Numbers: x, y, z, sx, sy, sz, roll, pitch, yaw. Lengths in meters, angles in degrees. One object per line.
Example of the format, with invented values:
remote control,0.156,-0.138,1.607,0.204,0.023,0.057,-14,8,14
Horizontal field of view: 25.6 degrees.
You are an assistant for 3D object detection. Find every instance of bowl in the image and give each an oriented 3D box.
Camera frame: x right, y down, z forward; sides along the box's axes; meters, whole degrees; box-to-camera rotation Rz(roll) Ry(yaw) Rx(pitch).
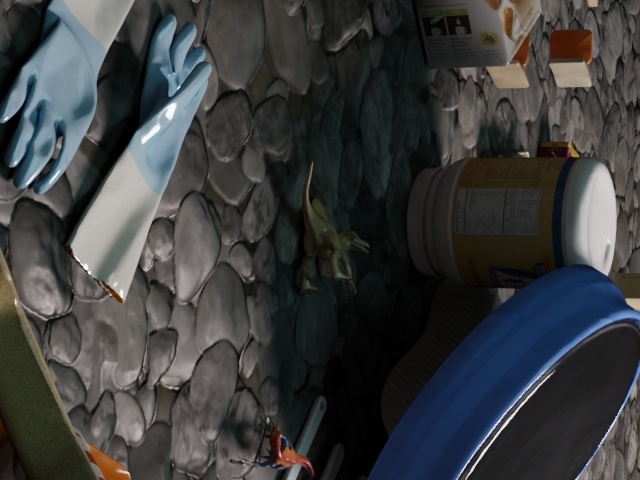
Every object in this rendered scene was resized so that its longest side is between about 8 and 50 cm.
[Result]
bowl,0.192,0.206,1.433,0.391,0.077,0.391,-36,148,-27

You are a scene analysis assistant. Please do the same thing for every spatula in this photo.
spatula,-0.018,0.279,1.304,0.168,0.019,0.242,62,37,-35

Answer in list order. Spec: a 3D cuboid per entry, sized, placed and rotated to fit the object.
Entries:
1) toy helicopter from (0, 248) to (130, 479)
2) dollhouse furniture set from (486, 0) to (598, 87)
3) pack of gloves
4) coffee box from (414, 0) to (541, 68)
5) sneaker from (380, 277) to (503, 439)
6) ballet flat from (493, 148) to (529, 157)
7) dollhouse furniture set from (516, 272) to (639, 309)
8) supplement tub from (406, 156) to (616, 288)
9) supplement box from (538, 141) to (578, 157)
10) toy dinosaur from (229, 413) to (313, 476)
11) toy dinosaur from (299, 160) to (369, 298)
toy helicopter,-0.161,0.121,0.838,0.140,0.235,0.355,-23,110,-14
dollhouse furniture set,0.309,-0.324,1.657,0.135,0.259,0.262,30,63,-71
pack of gloves,-0.137,-0.102,1.013,0.195,0.046,0.232,57,43,-50
coffee box,0.160,-0.328,1.533,0.141,0.098,0.246,-56,139,-48
sneaker,0.154,0.174,1.549,0.282,0.102,0.161,-54,140,-49
ballet flat,0.265,-0.077,1.792,0.203,0.074,0.074,18,75,-60
dollhouse furniture set,0.344,0.134,1.830,0.101,0.182,0.161,60,40,-46
supplement tub,0.208,-0.019,1.533,0.144,0.200,0.144,-4,95,-63
supplement box,0.324,-0.088,1.935,0.055,0.043,0.083,33,62,-61
toy dinosaur,-0.031,0.177,1.209,0.082,0.090,0.047,178,-73,-73
toy dinosaur,0.000,0.000,1.304,0.183,0.053,0.092,48,33,-63
